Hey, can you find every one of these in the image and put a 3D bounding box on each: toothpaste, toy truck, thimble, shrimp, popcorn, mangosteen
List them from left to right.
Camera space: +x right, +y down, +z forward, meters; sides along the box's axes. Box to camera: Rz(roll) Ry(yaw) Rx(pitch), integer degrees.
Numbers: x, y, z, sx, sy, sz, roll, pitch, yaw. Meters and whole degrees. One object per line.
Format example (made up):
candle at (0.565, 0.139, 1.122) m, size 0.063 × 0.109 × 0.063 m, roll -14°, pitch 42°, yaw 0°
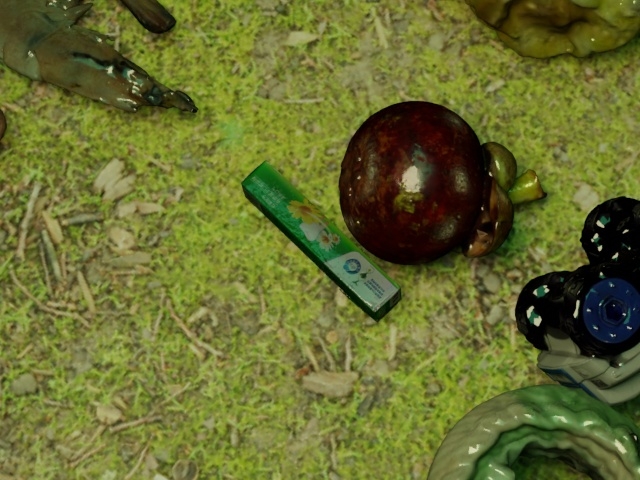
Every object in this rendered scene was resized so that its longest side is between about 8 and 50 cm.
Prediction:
shrimp at (-0.209, -0.199, 1.563) m, size 0.254 × 0.059 × 0.145 m, roll 19°, pitch 65°, yaw 15°
toothpaste at (0.000, 0.000, 1.489) m, size 0.037 × 0.043 × 0.178 m, roll -43°, pitch 74°, yaw -12°
mangosteen at (0.102, -0.041, 1.459) m, size 0.146 × 0.181 × 0.156 m, roll -38°, pitch 46°, yaw 36°
thimble at (0.182, 0.231, 1.340) m, size 0.219 × 0.150 × 0.219 m, roll -1°, pitch 78°, yaw 4°
popcorn at (0.229, -0.278, 1.493) m, size 0.286 × 0.174 × 0.225 m, roll -29°, pitch 80°, yaw -4°
toy truck at (0.291, 0.058, 1.406) m, size 0.177 × 0.161 × 0.213 m, roll 43°, pitch 81°, yaw -8°

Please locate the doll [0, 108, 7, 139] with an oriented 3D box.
doll at (-0.399, -0.003, 1.492) m, size 0.201 × 0.156 × 0.303 m, roll 9°, pitch 45°, yaw 49°
